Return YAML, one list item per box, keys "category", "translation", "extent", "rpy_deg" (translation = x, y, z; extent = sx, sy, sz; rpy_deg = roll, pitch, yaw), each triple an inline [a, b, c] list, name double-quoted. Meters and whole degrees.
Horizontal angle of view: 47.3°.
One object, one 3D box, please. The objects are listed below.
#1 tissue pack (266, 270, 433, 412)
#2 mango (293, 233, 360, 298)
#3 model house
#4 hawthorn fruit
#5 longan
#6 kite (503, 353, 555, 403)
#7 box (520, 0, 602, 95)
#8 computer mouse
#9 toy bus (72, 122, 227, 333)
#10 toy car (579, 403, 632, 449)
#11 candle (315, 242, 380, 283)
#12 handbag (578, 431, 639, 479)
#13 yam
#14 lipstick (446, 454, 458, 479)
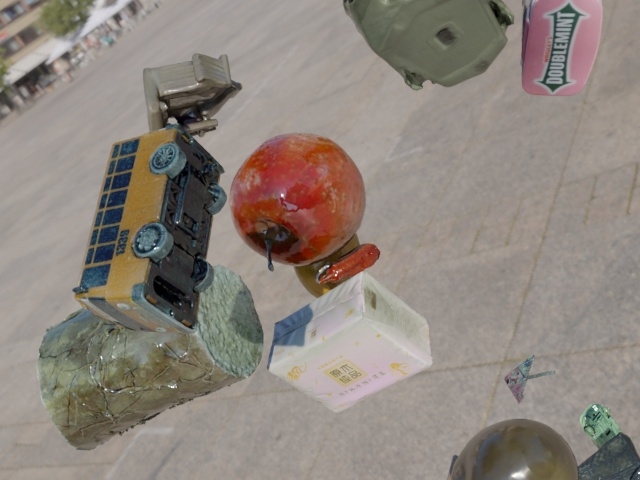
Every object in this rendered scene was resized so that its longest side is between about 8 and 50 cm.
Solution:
- category: "tissue pack"
  translation: [0.052, 0.186, 1.279]
  extent: [0.225, 0.185, 0.124]
  rpy_deg: [-34, 31, 31]
- category: "mango"
  translation: [0.003, 0.000, 1.485]
  extent: [0.157, 0.262, 0.109]
  rpy_deg: [-24, 4, -30]
- category: "model house"
  translation: [-0.230, -0.253, 1.309]
  extent: [0.188, 0.122, 0.229]
  rpy_deg: [-22, -2, -11]
- category: "hawthorn fruit"
  translation: [-0.051, -0.076, 1.259]
  extent: [0.235, 0.263, 0.231]
  rpy_deg: [22, 94, 36]
- category: "longan"
  translation: [0.356, 0.434, 1.339]
  extent: [0.246, 0.246, 0.215]
  rpy_deg: [-39, 51, -9]
- category: "kite"
  translation: [0.501, 0.334, 1.764]
  extent: [0.152, 0.005, 0.137]
  rpy_deg: [-17, 41, 55]
- category: "box"
  translation: [0.387, -0.427, 1.190]
  extent: [0.112, 0.190, 0.370]
  rpy_deg: [6, 54, 10]
- category: "computer mouse"
  translation: [0.192, -0.417, 1.309]
  extent: [0.228, 0.429, 0.146]
  rpy_deg: [-32, 65, 24]
- category: "toy bus"
  translation: [-0.158, -0.006, 0.680]
  extent: [0.103, 0.091, 0.182]
  rpy_deg: [-9, 59, 24]
- category: "toy car"
  translation: [0.741, 0.510, 1.905]
  extent: [0.093, 0.186, 0.058]
  rpy_deg: [-43, 13, -20]
- category: "candle"
  translation: [0.052, 0.046, 1.368]
  extent: [0.162, 0.053, 0.048]
  rpy_deg: [-27, -24, -40]
- category: "handbag"
  translation: [0.703, 0.599, 1.701]
  extent: [0.175, 0.088, 0.270]
  rpy_deg: [-42, 42, 27]
- category: "yam"
  translation: [-0.279, 0.187, 1.185]
  extent: [0.348, 0.241, 0.241]
  rpy_deg: [-25, 24, 17]
- category: "lipstick"
  translation: [0.326, 0.565, 1.795]
  extent: [0.019, 0.019, 0.094]
  rpy_deg: [-23, 16, 28]
